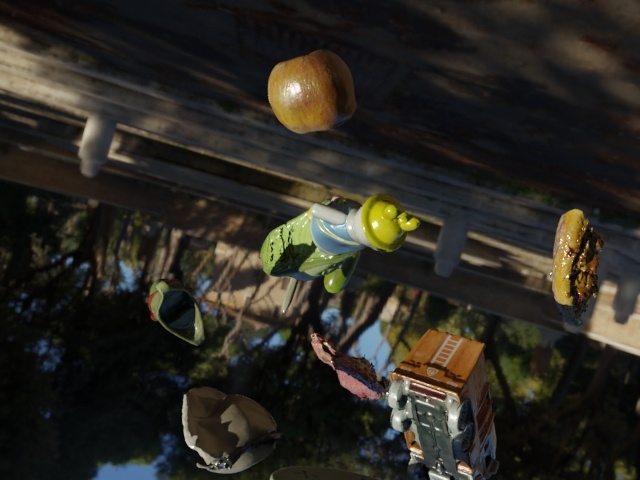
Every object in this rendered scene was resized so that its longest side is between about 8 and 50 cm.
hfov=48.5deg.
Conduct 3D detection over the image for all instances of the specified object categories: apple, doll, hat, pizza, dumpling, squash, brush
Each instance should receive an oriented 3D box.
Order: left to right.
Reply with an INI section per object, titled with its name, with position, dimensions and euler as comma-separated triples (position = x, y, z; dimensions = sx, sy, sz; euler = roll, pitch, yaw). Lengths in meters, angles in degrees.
[dumpling]
position = -0.192, 0.409, 1.585
dimensions = 0.163, 0.204, 0.293
euler = -20, 161, 24
[brush]
position = -0.050, 0.045, 1.821
dimensions = 0.042, 0.299, 0.039
euler = 23, 162, -9
[apple]
position = -0.021, -0.361, 1.733
dimensions = 0.211, 0.187, 0.211
euler = -14, -166, 3
[squash]
position = 0.069, 0.052, 1.935
dimensions = 0.066, 0.201, 0.066
euler = 25, -177, -2
[hat]
position = 0.100, 0.369, 1.989
dimensions = 0.237, 0.107, 0.286
euler = 36, 167, 35
[doll]
position = 0.063, -0.024, 1.156
dimensions = 0.241, 0.099, 0.135
euler = -7, 118, 56
[pizza]
position = 0.601, 0.064, 1.647
dimensions = 0.161, 0.305, 0.086
euler = -30, -150, -36

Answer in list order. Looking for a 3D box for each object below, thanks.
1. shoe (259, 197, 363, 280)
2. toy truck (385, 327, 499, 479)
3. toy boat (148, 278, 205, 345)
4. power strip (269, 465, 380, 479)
[shoe]
position = -0.004, -0.003, 1.433
dimensions = 0.262, 0.140, 0.128
euler = -22, 164, 27
[toy truck]
position = 0.284, 0.386, 1.546
dimensions = 0.173, 0.387, 0.207
euler = 13, -136, 34
[toy boat]
position = -0.257, 0.119, 1.260
dimensions = 0.071, 0.089, 0.185
euler = 41, 162, 38
[power strip]
position = 0.022, 0.651, 1.660
dimensions = 0.358, 0.161, 0.357
euler = 10, 176, 1
